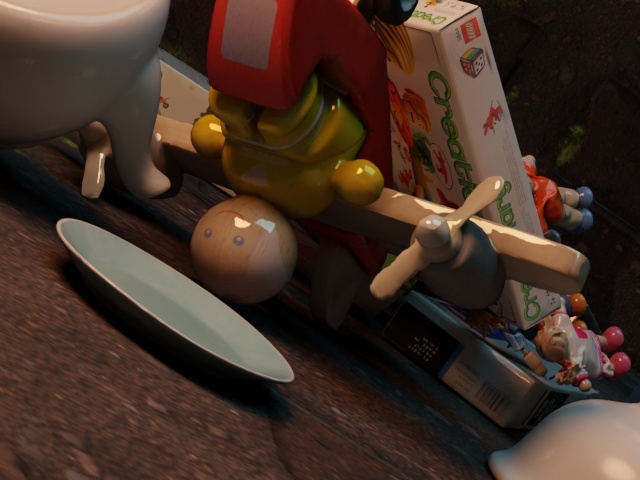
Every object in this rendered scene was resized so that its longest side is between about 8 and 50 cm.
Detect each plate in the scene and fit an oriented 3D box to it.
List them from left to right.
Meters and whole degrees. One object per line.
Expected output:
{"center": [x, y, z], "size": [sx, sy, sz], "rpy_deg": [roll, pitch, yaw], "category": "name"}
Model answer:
{"center": [-0.100, 0.047, 1.137], "size": [0.188, 0.024, 0.188], "rpy_deg": [33, 6, -4], "category": "plate"}

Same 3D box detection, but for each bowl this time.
{"center": [0.297, 0.218, 1.430], "size": [0.298, 0.134, 0.298], "rpy_deg": [34, 6, -4], "category": "bowl"}

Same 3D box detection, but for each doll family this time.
{"center": [0.206, 0.046, 1.749], "size": [0.163, 0.118, 0.263], "rpy_deg": [14, 57, -46], "category": "doll family"}

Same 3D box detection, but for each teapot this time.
{"center": [-0.247, -0.158, 1.268], "size": [0.252, 0.187, 0.256], "rpy_deg": [-5, 49, -37], "category": "teapot"}

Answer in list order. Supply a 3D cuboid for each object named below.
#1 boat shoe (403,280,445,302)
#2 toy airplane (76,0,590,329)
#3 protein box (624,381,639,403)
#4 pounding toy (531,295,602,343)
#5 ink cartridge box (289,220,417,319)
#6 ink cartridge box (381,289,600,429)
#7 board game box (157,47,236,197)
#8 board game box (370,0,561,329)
{"center": [0.141, 0.002, 2.055], "size": [0.156, 0.187, 0.500], "rpy_deg": [50, -6, -2], "category": "boat shoe"}
{"center": [-0.018, -0.043, 1.434], "size": [0.384, 0.272, 0.386], "rpy_deg": [43, -33, -15], "category": "toy airplane"}
{"center": [0.424, 0.219, 1.795], "size": [0.136, 0.201, 0.200], "rpy_deg": [31, 6, -30], "category": "protein box"}
{"center": [0.258, 0.122, 2.132], "size": [0.100, 0.141, 0.130], "rpy_deg": [38, -8, 31], "category": "pounding toy"}
{"center": [0.000, 0.000, 1.821], "size": [0.189, 0.097, 0.255], "rpy_deg": [34, -25, -4], "category": "ink cartridge box"}
{"center": [0.192, 0.137, 1.865], "size": [0.165, 0.065, 0.332], "rpy_deg": [37, 7, 22], "category": "ink cartridge box"}
{"center": [-0.123, -0.130, 2.126], "size": [0.303, 0.097, 0.224], "rpy_deg": [32, 7, -13], "category": "board game box"}
{"center": [0.108, -0.081, 1.559], "size": [0.193, 0.053, 0.305], "rpy_deg": [25, -40, 54], "category": "board game box"}
